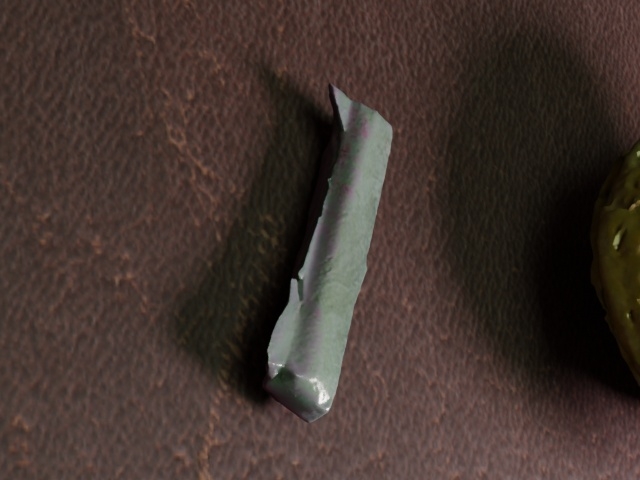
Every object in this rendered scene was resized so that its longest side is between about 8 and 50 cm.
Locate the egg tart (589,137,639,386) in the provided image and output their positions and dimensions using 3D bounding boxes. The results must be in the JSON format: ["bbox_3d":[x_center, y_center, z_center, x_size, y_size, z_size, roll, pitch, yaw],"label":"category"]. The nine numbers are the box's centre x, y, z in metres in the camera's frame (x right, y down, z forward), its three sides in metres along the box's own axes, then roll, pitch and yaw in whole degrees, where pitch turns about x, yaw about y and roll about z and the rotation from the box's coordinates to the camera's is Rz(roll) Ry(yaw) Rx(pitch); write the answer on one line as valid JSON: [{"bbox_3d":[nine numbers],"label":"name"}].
[{"bbox_3d":[0.403,0.054,1.384,0.388,0.169,0.388,10,62,-21],"label":"egg tart"}]

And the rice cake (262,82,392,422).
[{"bbox_3d":[0.001,0.003,1.157,0.081,0.051,0.290,40,48,-35],"label":"rice cake"}]
